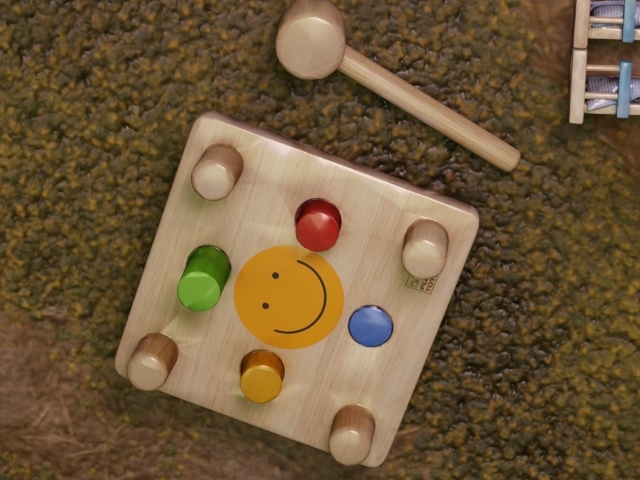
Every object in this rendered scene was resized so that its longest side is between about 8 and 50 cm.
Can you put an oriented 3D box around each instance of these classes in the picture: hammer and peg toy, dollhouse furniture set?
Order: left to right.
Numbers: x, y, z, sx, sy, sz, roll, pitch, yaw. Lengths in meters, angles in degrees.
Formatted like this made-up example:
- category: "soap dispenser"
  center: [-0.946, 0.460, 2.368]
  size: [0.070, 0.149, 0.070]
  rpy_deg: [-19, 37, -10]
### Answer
- category: "hammer and peg toy"
  center: [0.000, 0.000, 1.497]
  size: [0.266, 0.127, 0.361]
  rpy_deg: [21, 110, -1]
- category: "dollhouse furniture set"
  center: [0.262, -0.144, 1.389]
  size: [0.129, 0.183, 0.129]
  rpy_deg: [2, 109, 6]
